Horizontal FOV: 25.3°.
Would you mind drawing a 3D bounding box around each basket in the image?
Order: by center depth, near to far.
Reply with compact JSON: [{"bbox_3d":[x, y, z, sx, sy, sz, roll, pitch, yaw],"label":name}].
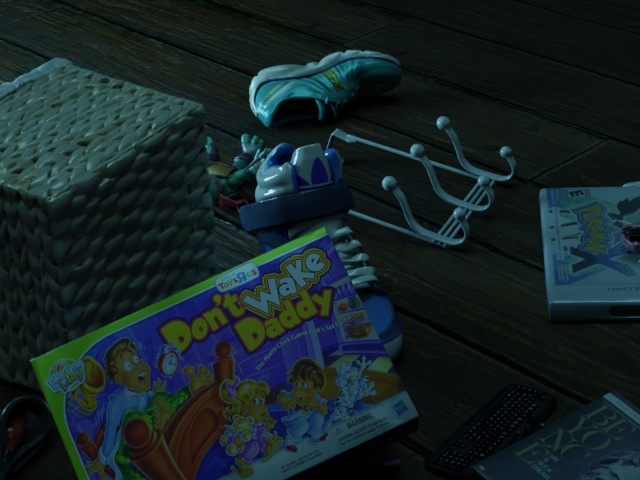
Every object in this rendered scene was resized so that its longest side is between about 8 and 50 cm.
[{"bbox_3d":[-0.332,-0.017,1.846,0.266,0.328,0.331,16,34,29],"label":"basket"}]

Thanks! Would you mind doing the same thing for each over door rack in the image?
[{"bbox_3d":[0.108,-0.102,2.157,0.324,0.108,0.239,9,31,24],"label":"over door rack"}]

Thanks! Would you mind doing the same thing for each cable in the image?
[{"bbox_3d":[-0.379,0.270,1.641,0.139,0.072,0.287,6,38,-16],"label":"cable"}]

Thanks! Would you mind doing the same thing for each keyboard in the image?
[{"bbox_3d":[0.208,0.215,1.638,0.100,0.038,0.192,17,36,34],"label":"keyboard"}]

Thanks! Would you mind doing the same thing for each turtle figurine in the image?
[{"bbox_3d":[-0.159,-0.113,2.212,0.175,0.118,0.234,13,15,2],"label":"turtle figurine"}]

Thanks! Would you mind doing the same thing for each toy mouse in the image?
[{"bbox_3d":[0.455,0.009,1.905,0.161,0.031,0.143,13,34,29],"label":"toy mouse"}]

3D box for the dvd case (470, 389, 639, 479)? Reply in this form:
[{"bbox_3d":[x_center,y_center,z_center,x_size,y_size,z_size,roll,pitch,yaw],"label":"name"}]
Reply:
[{"bbox_3d":[0.300,0.253,1.551,0.221,0.018,0.164,-22,41,-29],"label":"dvd case"}]

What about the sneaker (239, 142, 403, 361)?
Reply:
[{"bbox_3d":[0.000,0.000,1.852,0.130,0.236,0.323,-15,30,-18],"label":"sneaker"}]

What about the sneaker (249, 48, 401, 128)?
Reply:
[{"bbox_3d":[0.015,-0.253,2.486,0.275,0.107,0.110,-15,49,-8],"label":"sneaker"}]

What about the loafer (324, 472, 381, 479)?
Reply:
[{"bbox_3d":[0.060,0.302,1.455,0.078,0.080,0.220,-10,29,-9],"label":"loafer"}]

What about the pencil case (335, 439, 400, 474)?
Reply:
[{"bbox_3d":[-0.054,0.212,1.605,0.284,0.124,0.124,-4,29,0],"label":"pencil case"}]

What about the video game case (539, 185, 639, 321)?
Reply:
[{"bbox_3d":[0.459,0.011,1.969,0.299,0.036,0.329,-1,29,7],"label":"video game case"}]

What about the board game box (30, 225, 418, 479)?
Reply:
[{"bbox_3d":[-0.101,0.165,1.514,0.347,0.078,0.233,-25,72,-6],"label":"board game box"}]

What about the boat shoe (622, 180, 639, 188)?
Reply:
[{"bbox_3d":[0.500,-0.078,2.128,0.100,0.035,0.035,-8,31,9],"label":"boat shoe"}]
